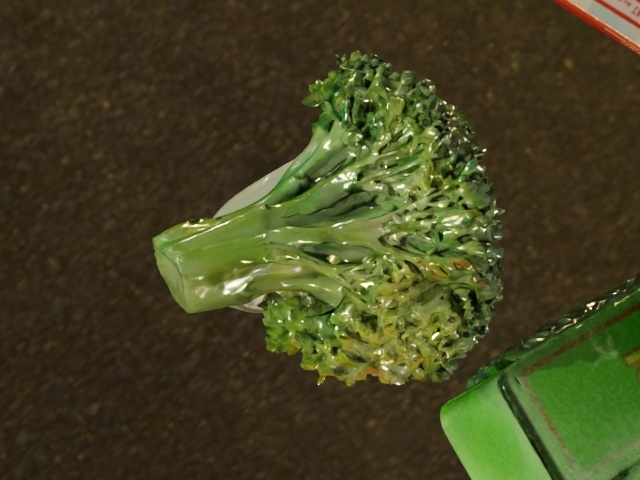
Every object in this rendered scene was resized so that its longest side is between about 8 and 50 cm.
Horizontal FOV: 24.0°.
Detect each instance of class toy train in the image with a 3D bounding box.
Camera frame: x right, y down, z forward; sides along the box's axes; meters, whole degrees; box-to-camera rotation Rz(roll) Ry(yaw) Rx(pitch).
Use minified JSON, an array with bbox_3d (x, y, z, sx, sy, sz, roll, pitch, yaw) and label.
[{"bbox_3d":[0.212,0.126,0.980,0.243,0.132,0.188,-25,81,-26],"label":"toy train"}]

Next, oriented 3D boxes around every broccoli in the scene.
[{"bbox_3d":[0.000,0.000,0.857,0.194,0.219,0.194,3,57,-5],"label":"broccoli"}]

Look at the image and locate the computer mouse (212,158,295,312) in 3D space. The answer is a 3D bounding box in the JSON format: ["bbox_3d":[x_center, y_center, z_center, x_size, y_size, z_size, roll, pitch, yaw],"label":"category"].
[{"bbox_3d":[-0.034,-0.017,1.569,0.128,0.231,0.079,44,10,-43],"label":"computer mouse"}]

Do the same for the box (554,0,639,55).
[{"bbox_3d":[0.342,-0.313,1.776,0.229,0.050,0.123,32,88,1],"label":"box"}]
